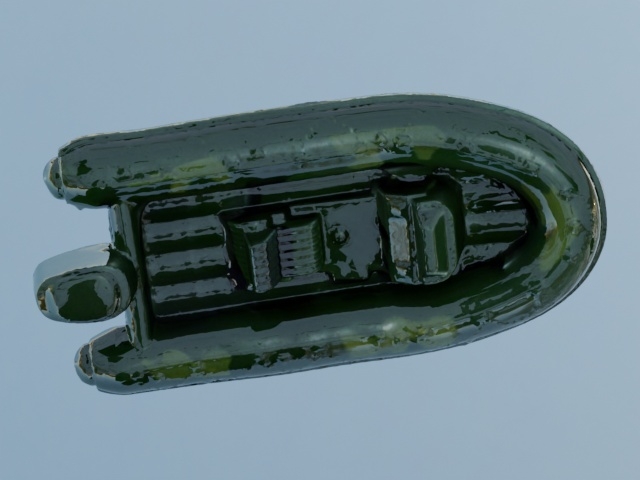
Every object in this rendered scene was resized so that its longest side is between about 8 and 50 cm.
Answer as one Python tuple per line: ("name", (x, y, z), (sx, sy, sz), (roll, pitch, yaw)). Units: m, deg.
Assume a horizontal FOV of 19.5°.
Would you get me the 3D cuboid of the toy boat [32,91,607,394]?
("toy boat", (0.000, 0.000, 0.679), (0.210, 0.104, 0.052), (-7, -162, -3))
